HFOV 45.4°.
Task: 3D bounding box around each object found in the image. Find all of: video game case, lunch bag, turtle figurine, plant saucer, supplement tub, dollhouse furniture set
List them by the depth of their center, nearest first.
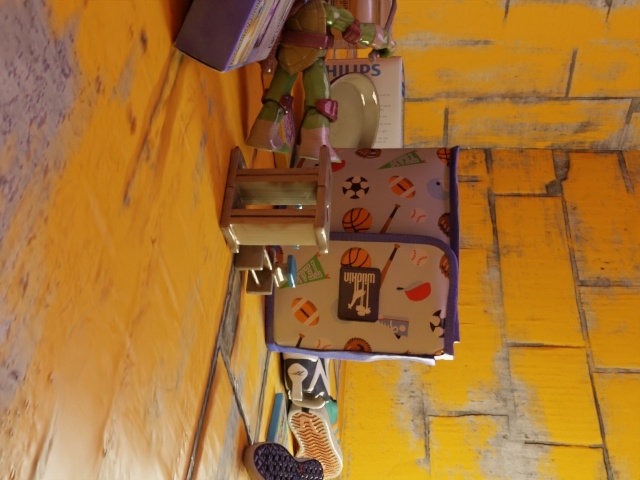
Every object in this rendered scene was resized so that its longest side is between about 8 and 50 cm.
[{"bbox_3d":[-0.047,-0.318,0.808,0.269,0.061,0.244,-62,-177,17],"label":"video game case"},{"bbox_3d":[-0.047,-0.024,1.036,0.183,0.130,0.128,79,13,-59],"label":"dollhouse furniture set"},{"bbox_3d":[0.000,-0.250,1.091,0.274,0.198,0.266,-113,-146,-81],"label":"turtle figurine"},{"bbox_3d":[0.022,-0.398,1.300,0.144,0.200,0.144,1,90,-84],"label":"supplement tub"},{"bbox_3d":[0.083,0.025,1.347,0.239,0.328,0.385,76,19,-57],"label":"lunch bag"},{"bbox_3d":[-0.075,0.376,1.381,0.119,0.015,0.166,-79,169,-55],"label":"video game case"},{"bbox_3d":[0.036,-0.232,1.662,0.278,0.041,0.277,-36,138,-40],"label":"plant saucer"}]

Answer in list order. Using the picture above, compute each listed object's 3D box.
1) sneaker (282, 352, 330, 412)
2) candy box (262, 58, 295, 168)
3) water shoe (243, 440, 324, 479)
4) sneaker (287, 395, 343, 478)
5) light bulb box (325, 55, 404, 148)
[{"bbox_3d":[-0.021,0.257,1.509,0.235,0.094,0.152,30,62,-83],"label":"sneaker"},{"bbox_3d":[-0.068,-0.228,1.298,0.205,0.027,0.105,84,13,-49],"label":"candy box"},{"bbox_3d":[-0.072,0.360,1.174,0.203,0.080,0.072,40,43,-50],"label":"water shoe"},{"bbox_3d":[-0.002,0.397,1.637,0.121,0.108,0.302,-77,166,-44],"label":"sneaker"},{"bbox_3d":[0.101,-0.262,1.952,0.358,0.226,0.360,-35,125,-82],"label":"light bulb box"}]
